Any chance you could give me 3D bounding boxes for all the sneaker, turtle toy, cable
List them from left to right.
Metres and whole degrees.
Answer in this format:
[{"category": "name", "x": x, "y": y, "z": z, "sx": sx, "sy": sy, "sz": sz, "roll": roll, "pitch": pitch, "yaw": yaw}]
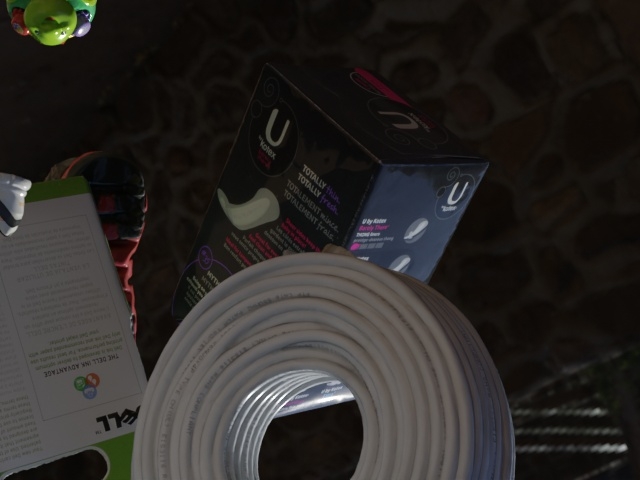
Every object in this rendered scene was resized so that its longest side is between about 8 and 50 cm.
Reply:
[{"category": "sneaker", "x": -0.242, "y": -0.027, "z": 0.698, "sx": 0.109, "sy": 0.044, "sz": 0.040, "roll": 7, "pitch": 179, "yaw": -7}, {"category": "turtle toy", "x": -0.241, "y": -0.208, "z": 0.981, "sx": 0.095, "sy": 0.066, "sz": 0.130, "roll": 0, "pitch": -169, "yaw": -12}, {"category": "sneaker", "x": -0.241, "y": 0.043, "z": 1.078, "sx": 0.097, "sy": 0.276, "sz": 0.135, "roll": 1, "pitch": -169, "yaw": -36}, {"category": "cable", "x": -0.003, "y": 0.134, "z": 0.712, "sx": 0.257, "sy": 0.257, "sz": 0.089, "roll": -59, "pitch": 146, "yaw": -5}]

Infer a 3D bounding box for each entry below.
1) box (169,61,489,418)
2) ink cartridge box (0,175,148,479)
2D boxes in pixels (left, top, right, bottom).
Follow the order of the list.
[{"category": "box", "x": 0.000, "y": 0.000, "z": 0.976, "sx": 0.143, "sy": 0.165, "sz": 0.270, "roll": -5, "pitch": 129, "yaw": -44}, {"category": "ink cartridge box", "x": -0.237, "y": 0.097, "z": 0.815, "sx": 0.188, "sy": 0.255, "sz": 0.097, "roll": -12, "pitch": 168, "yaw": -34}]
